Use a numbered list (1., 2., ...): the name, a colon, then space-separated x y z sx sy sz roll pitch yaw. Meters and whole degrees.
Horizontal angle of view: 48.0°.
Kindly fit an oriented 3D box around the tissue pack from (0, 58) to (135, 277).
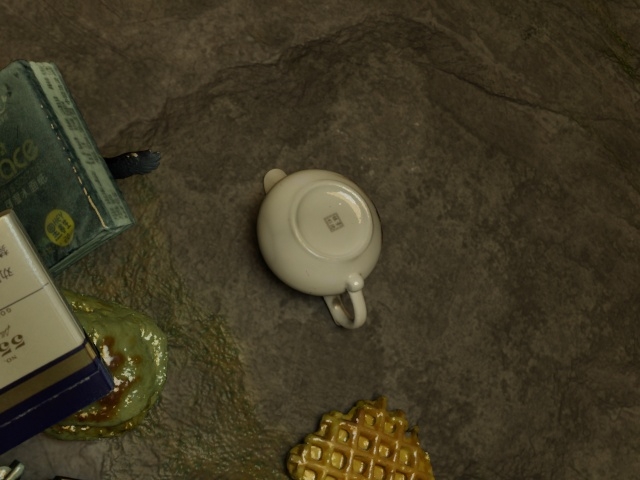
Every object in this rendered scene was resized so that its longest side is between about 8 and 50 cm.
1. tissue pack: -0.387 -0.090 0.983 0.257 0.185 0.081 62 24 3

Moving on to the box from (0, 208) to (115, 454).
1. box: -0.381 0.112 0.861 0.168 0.071 0.259 -29 109 -15

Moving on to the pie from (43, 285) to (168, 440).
1. pie: -0.333 0.168 0.977 0.248 0.090 0.200 18 71 -14

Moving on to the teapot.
1. teapot: 0.000 0.000 1.139 0.204 0.139 0.298 -16 79 -27

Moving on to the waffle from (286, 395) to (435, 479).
1. waffle: 0.072 0.377 1.106 0.245 0.052 0.254 -22 83 -27

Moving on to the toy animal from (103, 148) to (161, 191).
1. toy animal: -0.328 -0.105 1.053 0.220 0.108 0.062 -4 76 9

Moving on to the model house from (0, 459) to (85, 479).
1. model house: -0.380 0.355 0.829 0.215 0.224 0.198 17 70 -18
